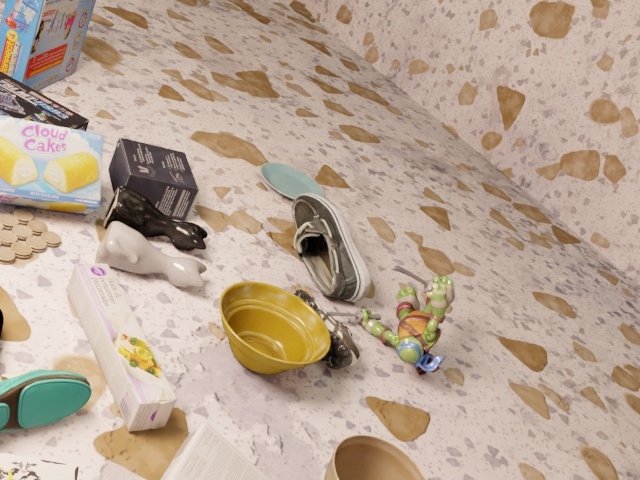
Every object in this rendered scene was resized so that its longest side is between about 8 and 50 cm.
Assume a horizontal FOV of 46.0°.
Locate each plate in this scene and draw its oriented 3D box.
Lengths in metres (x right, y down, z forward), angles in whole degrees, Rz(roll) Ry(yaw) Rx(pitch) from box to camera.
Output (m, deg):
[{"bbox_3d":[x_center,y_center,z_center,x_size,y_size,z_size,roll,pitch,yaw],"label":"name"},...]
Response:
[{"bbox_3d":[-0.080,-0.149,2.029,0.188,0.024,0.188,23,27,-12],"label":"plate"}]

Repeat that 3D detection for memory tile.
[{"bbox_3d":[-0.550,-0.008,1.354,0.113,0.012,0.148,35,27,13],"label":"memory tile"}]

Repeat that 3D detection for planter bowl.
[{"bbox_3d":[-0.098,0.176,1.363,0.217,0.090,0.217,22,28,-12],"label":"planter bowl"},{"bbox_3d":[0.070,0.389,1.125,0.162,0.109,0.162,21,27,-12],"label":"planter bowl"}]

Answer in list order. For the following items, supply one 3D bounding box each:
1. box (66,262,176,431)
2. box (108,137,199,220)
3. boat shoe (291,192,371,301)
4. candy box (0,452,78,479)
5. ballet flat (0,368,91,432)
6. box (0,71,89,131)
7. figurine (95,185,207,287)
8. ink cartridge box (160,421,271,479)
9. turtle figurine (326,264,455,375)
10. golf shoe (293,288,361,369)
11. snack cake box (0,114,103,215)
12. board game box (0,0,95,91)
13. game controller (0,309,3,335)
[{"bbox_3d":[-0.325,0.161,1.207,0.063,0.067,0.324,4,35,-41],"label":"box"},{"bbox_3d":[-0.369,-0.135,1.655,0.158,0.093,0.156,12,31,-31],"label":"box"},{"bbox_3d":[0.000,0.000,1.730,0.119,0.121,0.335,10,33,-40],"label":"boat shoe"},{"bbox_3d":[-0.372,0.336,0.848,0.164,0.070,0.196,17,29,-21],"label":"candy box"},{"bbox_3d":[-0.427,0.214,1.008,0.087,0.083,0.247,26,21,29],"label":"ballet flat"},{"bbox_3d":[-0.698,-0.263,1.598,0.295,0.073,0.293,29,26,3],"label":"box"},{"bbox_3d":[-0.317,0.004,1.476,0.209,0.092,0.215,22,28,-21],"label":"figurine"},{"bbox_3d":[-0.124,0.386,1.040,0.225,0.056,0.181,45,26,-7],"label":"ink cartridge box"},{"bbox_3d":[0.180,0.127,1.596,0.274,0.198,0.266,36,24,7],"label":"turtle figurine"},{"bbox_3d":[0.006,0.179,1.493,0.094,0.077,0.198,18,29,-51],"label":"golf shoe"},{"bbox_3d":[-0.554,-0.143,1.422,0.264,0.089,0.152,7,76,-34],"label":"snack cake box"},{"bbox_3d":[-0.665,-0.528,1.838,0.086,0.302,0.308,26,26,-3],"label":"board game box"},{"bbox_3d":[-0.611,0.102,1.043,0.319,0.067,0.166,16,29,-23],"label":"game controller"}]
